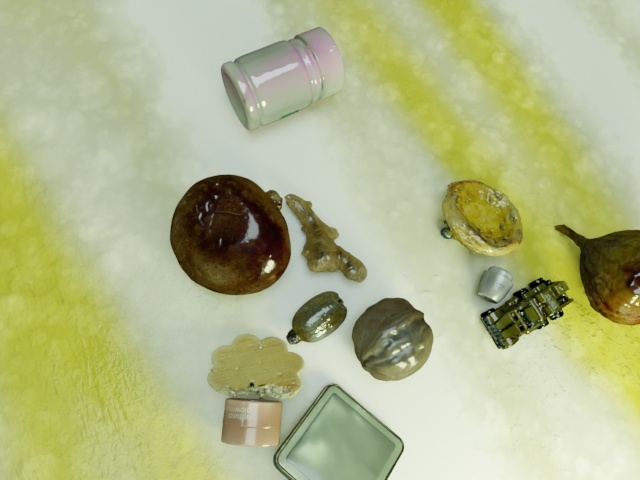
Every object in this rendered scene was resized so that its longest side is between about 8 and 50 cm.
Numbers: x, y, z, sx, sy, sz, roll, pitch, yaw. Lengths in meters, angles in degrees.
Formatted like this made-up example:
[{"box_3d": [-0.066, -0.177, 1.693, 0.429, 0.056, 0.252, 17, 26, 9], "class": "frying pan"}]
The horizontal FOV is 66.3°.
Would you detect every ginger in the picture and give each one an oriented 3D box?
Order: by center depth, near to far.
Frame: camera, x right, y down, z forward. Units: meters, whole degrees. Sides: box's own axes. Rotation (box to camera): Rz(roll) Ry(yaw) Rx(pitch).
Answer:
[{"box_3d": [0.000, 0.000, 1.431, 0.148, 0.081, 0.333, -28, 73, -12], "class": "ginger"}]

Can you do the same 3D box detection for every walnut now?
[{"box_3d": [0.195, 0.266, 1.323, 0.225, 0.224, 0.224, 2, 75, -6], "class": "walnut"}]

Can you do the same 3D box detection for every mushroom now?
[{"box_3d": [-0.252, -0.014, 1.342, 0.346, 0.239, 0.344, -8, 65, 17], "class": "mushroom"}]

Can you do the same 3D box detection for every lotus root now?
[{"box_3d": [-0.014, 0.223, 1.365, 0.192, 0.088, 0.113, -35, 88, -14], "class": "lotus root"}]

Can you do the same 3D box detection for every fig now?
[{"box_3d": [0.847, 0.067, 1.451, 0.286, 0.286, 0.369, -38, 48, -14], "class": "fig"}]

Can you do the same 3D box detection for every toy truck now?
[{"box_3d": [0.600, 0.209, 1.418, 0.257, 0.127, 0.127, -28, 81, -9], "class": "toy truck"}]

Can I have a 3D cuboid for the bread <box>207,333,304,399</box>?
[{"box_3d": [-0.167, 0.334, 1.309, 0.251, 0.038, 0.181, 5, 41, -6], "class": "bread"}]

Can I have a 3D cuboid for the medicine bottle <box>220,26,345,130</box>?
[{"box_3d": [-0.114, -0.489, 1.484, 0.326, 0.212, 0.212, -27, 79, -11], "class": "medicine bottle"}]

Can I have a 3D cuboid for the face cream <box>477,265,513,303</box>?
[{"box_3d": [0.515, 0.131, 1.446, 0.091, 0.091, 0.095, 30, 81, 2], "class": "face cream"}]

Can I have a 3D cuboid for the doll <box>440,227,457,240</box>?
[{"box_3d": [0.431, -0.015, 1.509, 0.125, 0.027, 0.037, 10, 66, -3], "class": "doll"}]

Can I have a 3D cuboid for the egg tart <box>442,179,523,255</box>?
[{"box_3d": [0.471, -0.060, 1.475, 0.291, 0.107, 0.290, 11, 51, -14], "class": "egg tart"}]

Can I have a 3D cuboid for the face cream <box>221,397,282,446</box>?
[{"box_3d": [-0.174, 0.460, 1.248, 0.149, 0.149, 0.104, 5, 74, -5], "class": "face cream"}]

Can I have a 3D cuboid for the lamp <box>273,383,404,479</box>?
[{"box_3d": [0.054, 0.549, 1.266, 0.269, 0.047, 0.266, 40, 57, 6], "class": "lamp"}]
